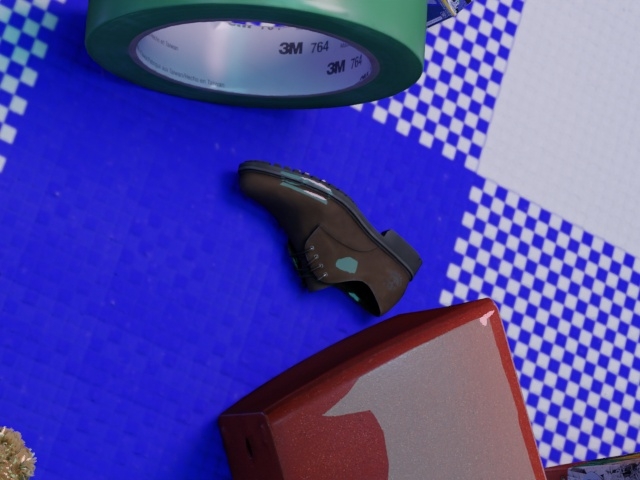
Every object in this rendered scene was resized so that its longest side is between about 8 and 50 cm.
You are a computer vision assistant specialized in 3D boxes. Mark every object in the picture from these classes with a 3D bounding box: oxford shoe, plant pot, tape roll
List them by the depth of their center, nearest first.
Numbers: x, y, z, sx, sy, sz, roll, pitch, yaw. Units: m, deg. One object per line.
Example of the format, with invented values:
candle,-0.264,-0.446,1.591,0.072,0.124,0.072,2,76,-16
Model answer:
tape roll,-0.060,-0.205,1.803,0.321,0.321,0.077,10,75,-28
plant pot,0.051,0.223,1.843,0.235,0.267,0.267,-16,89,-19
oxford shoe,0.000,0.000,1.942,0.227,0.083,0.096,36,70,-19

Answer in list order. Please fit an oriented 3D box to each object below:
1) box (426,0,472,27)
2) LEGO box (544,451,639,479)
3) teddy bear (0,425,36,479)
box,0.101,-0.318,2.068,0.054,0.059,0.169,-41,102,-28
LEGO box,0.439,0.459,1.944,0.193,0.372,0.500,-5,83,-30
teddy bear,-0.410,0.192,1.653,0.338,0.113,0.245,46,65,-15
